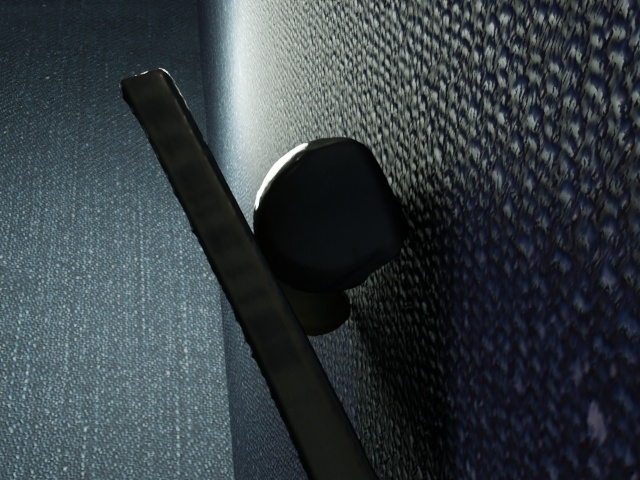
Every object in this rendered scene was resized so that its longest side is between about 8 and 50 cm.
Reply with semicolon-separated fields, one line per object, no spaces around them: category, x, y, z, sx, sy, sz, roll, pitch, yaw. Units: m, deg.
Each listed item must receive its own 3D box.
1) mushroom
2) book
mushroom;0.000;0.000;0.645;0.270;0.103;0.118;104;153;-75
book;-0.038;0.067;0.594;0.371;0.043;0.260;65;173;-7
